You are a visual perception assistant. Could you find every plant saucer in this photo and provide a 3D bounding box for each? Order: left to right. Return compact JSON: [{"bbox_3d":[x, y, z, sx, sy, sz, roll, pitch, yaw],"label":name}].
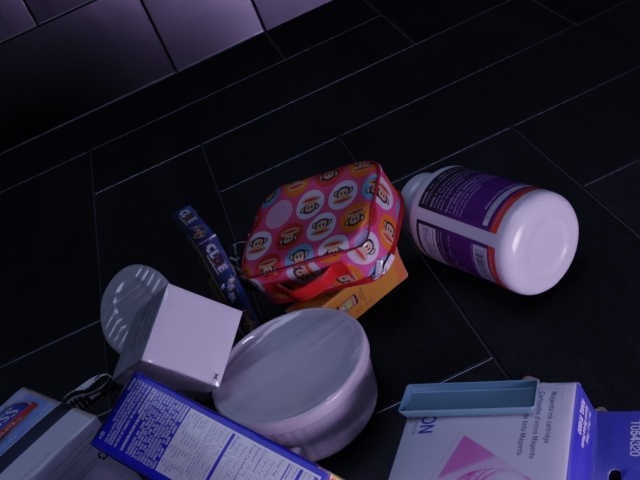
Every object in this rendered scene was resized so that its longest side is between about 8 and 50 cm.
[{"bbox_3d":[0.208,0.224,1.353,0.192,0.018,0.067,-5,25,20],"label":"plant saucer"}]

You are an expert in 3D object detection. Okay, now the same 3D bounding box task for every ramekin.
[{"bbox_3d":[-0.031,0.243,1.571,0.273,0.127,0.273,-18,32,11],"label":"ramekin"}]

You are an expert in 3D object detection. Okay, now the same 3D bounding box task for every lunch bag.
[{"bbox_3d":[0.000,0.000,1.754,0.293,0.120,0.258,-15,44,31],"label":"lunch bag"}]

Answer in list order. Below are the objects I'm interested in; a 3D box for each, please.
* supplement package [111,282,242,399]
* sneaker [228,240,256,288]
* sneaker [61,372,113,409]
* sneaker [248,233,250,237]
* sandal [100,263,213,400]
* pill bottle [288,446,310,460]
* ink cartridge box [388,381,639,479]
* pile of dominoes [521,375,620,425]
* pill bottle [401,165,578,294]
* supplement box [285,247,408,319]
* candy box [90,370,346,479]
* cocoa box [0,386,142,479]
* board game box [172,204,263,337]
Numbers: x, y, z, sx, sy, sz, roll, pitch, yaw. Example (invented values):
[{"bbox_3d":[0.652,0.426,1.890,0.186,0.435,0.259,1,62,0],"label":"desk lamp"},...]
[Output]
[{"bbox_3d":[-0.243,0.179,1.613,0.244,0.139,0.134,-34,37,62],"label":"supplement package"},{"bbox_3d":[-0.060,0.038,1.966,0.275,0.107,0.110,-1,18,26],"label":"sneaker"},{"bbox_3d":[-0.455,0.296,1.883,0.109,0.040,0.044,-28,14,-13],"label":"sneaker"},{"bbox_3d":[-0.096,-0.046,2.095,0.080,0.094,0.212,-7,34,30],"label":"sneaker"},{"bbox_3d":[-0.302,0.194,1.877,0.169,0.102,0.416,-46,47,-6],"label":"sandal"},{"bbox_3d":[-0.089,0.371,1.454,0.152,0.086,0.086,-18,31,12],"label":"pill bottle"},{"bbox_3d":[0.254,0.307,1.257,0.330,0.071,0.324,-7,28,22],"label":"ink cartridge box"},{"bbox_3d":[0.292,0.290,1.356,0.251,0.040,0.196,-42,34,-26],"label":"pile of dominoes"},{"bbox_3d":[0.285,-0.030,1.716,0.181,0.181,0.323,-37,33,-20],"label":"pill bottle"},{"bbox_3d":[0.050,0.096,1.789,0.233,0.078,0.080,-38,33,-23],"label":"supplement box"},{"bbox_3d":[-0.098,0.316,1.276,0.317,0.268,0.122,22,75,27],"label":"candy box"},{"bbox_3d":[-0.473,0.437,1.476,0.228,0.231,0.347,8,43,44],"label":"cocoa box"},{"bbox_3d":[-0.194,0.064,1.846,0.042,0.243,0.165,-31,31,-11],"label":"board game box"}]
